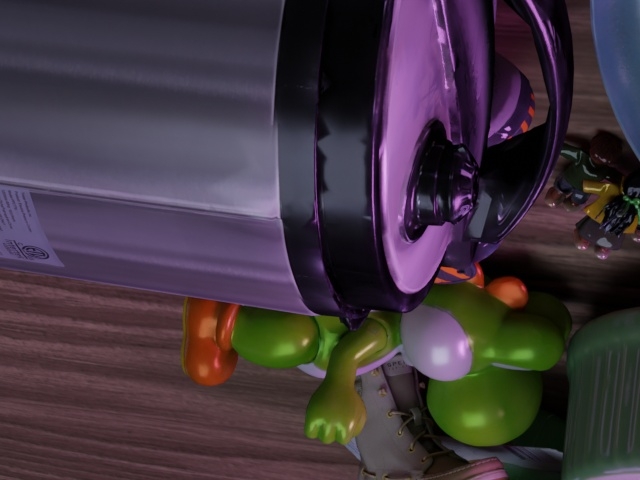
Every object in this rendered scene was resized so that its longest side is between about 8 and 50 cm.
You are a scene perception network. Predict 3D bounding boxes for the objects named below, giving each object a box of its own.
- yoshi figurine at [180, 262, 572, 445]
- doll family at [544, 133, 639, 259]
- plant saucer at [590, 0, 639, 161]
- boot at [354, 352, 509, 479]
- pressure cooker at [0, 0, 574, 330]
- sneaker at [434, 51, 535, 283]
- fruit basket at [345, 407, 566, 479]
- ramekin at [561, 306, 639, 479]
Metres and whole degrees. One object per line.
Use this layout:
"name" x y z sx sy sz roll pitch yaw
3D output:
"yoshi figurine" 0.062 0.115 1.744 0.362 0.204 0.203 4 160 22
"doll family" 0.278 -0.020 1.512 0.193 0.076 0.111 21 144 -8
"plant saucer" 0.308 -0.126 1.175 0.317 0.043 0.318 30 133 39
"boot" 0.097 0.192 1.829 0.077 0.165 0.213 0 166 -35
"pressure cooker" -0.038 -0.130 1.230 0.420 0.376 0.370 8 -174 16
"sneaker" 0.110 -0.059 1.524 0.180 0.125 0.321 32 157 -24
"fruit basket" 0.219 0.286 1.962 0.327 0.165 0.353 44 157 -31
"ramekin" 0.361 0.186 1.638 0.303 0.148 0.303 11 157 5
